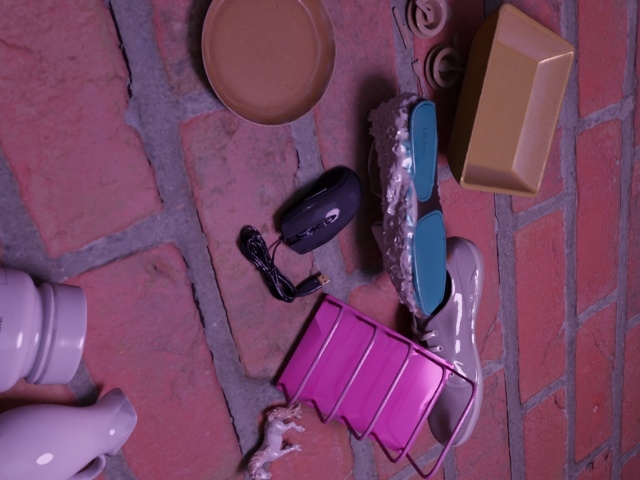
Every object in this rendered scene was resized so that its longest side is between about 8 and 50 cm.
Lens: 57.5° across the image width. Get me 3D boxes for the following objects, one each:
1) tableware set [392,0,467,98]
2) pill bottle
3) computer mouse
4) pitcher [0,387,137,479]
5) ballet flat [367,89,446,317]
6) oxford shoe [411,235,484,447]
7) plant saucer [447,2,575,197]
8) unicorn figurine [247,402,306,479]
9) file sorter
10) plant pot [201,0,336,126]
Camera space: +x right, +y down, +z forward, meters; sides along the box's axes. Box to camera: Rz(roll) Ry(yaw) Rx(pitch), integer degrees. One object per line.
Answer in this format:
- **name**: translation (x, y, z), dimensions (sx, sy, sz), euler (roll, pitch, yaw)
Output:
- **tableware set**: translation (0.223, -0.373, 1.092), dimensions (0.128, 0.039, 0.194), euler (-39, 122, -18)
- **pill bottle**: translation (-0.451, 0.105, 0.716), dimensions (0.283, 0.160, 0.160), euler (12, 98, -35)
- **computer mouse**: translation (0.000, 0.000, 1.046), dimensions (0.262, 0.060, 0.184), euler (-36, 120, -20)
- **pitcher**: translation (-0.393, 0.314, 0.845), dimensions (0.207, 0.125, 0.177), euler (-4, 123, -50)
- **ballet flat**: translation (0.155, -0.066, 1.082), dimensions (0.147, 0.147, 0.408), euler (-11, 104, -31)
- **oxford shoe**: translation (0.249, 0.215, 1.216), dimensions (0.130, 0.169, 0.449), euler (-6, 100, -35)
- **plant saucer**: translation (0.373, -0.264, 1.175), dimensions (0.333, 0.081, 0.332), euler (1, 105, -46)
- **unicorn figurine**: translation (-0.085, 0.393, 1.119), dimensions (0.111, 0.060, 0.161), euler (2, 87, -34)
- **file sorter**: translation (0.098, 0.259, 1.044), dimensions (0.291, 0.182, 0.202), euler (30, 86, -6)
- **plant pot**: translation (-0.080, -0.300, 0.918), dimensions (0.236, 0.032, 0.236), euler (-11, 111, -30)
